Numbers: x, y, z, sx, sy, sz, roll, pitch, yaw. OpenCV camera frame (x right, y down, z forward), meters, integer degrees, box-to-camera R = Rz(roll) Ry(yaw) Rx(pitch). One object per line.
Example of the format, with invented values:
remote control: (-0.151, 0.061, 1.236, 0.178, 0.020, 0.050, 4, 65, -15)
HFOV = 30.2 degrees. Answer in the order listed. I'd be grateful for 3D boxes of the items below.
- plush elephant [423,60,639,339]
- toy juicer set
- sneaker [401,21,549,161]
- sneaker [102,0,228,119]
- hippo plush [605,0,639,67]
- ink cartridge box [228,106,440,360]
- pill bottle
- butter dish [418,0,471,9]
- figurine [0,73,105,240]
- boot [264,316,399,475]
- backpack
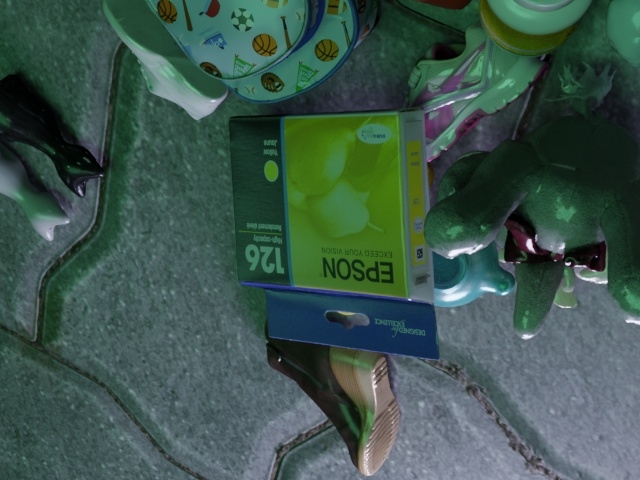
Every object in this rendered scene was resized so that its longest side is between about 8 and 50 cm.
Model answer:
plush elephant: (0.265, -0.012, 1.361, 0.271, 0.330, 0.255, 14, 142, 8)
toy juicer set: (0.162, -0.012, 1.550, 0.328, 0.089, 0.209, -3, 101, 14)
sneaker: (0.152, -0.179, 1.438, 0.252, 0.103, 0.111, -36, 93, 34)
sneaker: (-0.228, -0.248, 1.634, 0.212, 0.080, 0.094, 46, 143, -4)
hippo plush: (0.381, -0.217, 1.179, 0.236, 0.234, 0.294, 35, 150, 22)
ink cartridge box: (0.009, -0.009, 1.498, 0.303, 0.072, 0.307, 3, 97, 43)
pill bottle: (0.227, -0.267, 1.243, 0.117, 0.208, 0.118, 0, 88, 5)
butter dish: (0.120, -0.360, 1.331, 0.160, 0.118, 0.160, 8, 135, -25)
figurine: (-0.454, -0.116, 1.846, 0.209, 0.092, 0.215, 41, 132, -3)
boot: (0.013, 0.224, 1.796, 0.206, 0.090, 0.248, 21, 130, 33)
backpack: (-0.066, -0.304, 1.422, 0.276, 0.213, 0.263, -26, 114, 36)
